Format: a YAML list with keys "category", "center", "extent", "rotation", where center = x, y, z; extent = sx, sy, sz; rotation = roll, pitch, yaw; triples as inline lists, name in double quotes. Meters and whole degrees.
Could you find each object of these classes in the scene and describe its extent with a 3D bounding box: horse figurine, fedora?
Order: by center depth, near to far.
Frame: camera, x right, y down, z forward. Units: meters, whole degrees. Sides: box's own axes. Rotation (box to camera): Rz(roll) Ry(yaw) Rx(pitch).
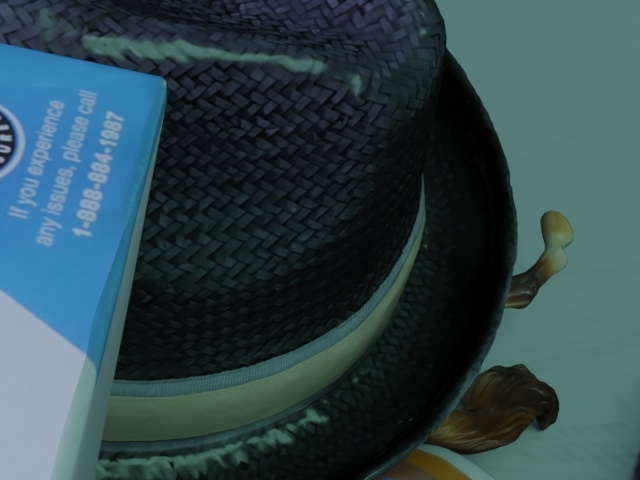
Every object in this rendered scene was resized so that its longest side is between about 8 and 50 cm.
- category: "fedora"
  center: [-0.079, -0.065, 0.608]
  extent: [0.334, 0.152, 0.334]
  rotation: [7, 55, -10]
- category: "horse figurine"
  center: [0.000, 0.000, 0.739]
  extent: [0.263, 0.066, 0.174]
  rotation: [43, 46, -5]

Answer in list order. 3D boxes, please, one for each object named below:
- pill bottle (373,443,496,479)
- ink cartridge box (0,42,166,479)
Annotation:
- category: "pill bottle"
  center: [-0.030, 0.152, 0.609]
  extent: [0.216, 0.121, 0.121]
  rotation: [-16, 77, -37]
- category: "ink cartridge box"
  center: [-0.193, 0.064, 0.418]
  extent: [0.270, 0.197, 0.198]
  rotation: [12, 40, -4]
